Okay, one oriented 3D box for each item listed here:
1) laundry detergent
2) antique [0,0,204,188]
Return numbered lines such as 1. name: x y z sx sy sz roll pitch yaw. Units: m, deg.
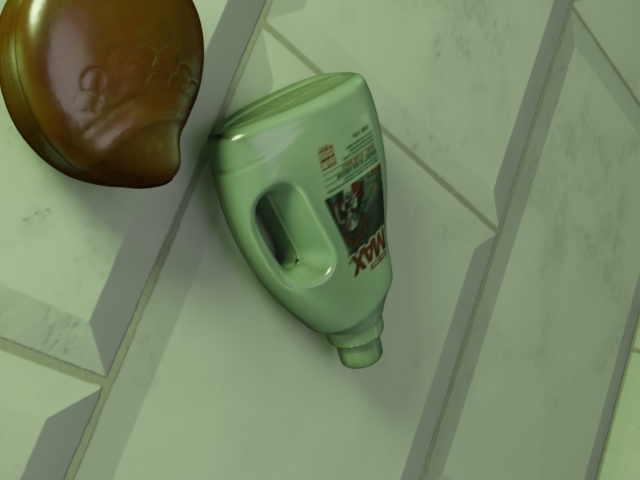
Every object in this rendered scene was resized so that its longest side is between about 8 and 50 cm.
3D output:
1. laundry detergent: 0.000 0.000 1.139 0.264 0.125 0.398 -35 120 -39
2. antique: -0.223 -0.188 0.876 0.223 0.129 0.278 -24 111 -42
